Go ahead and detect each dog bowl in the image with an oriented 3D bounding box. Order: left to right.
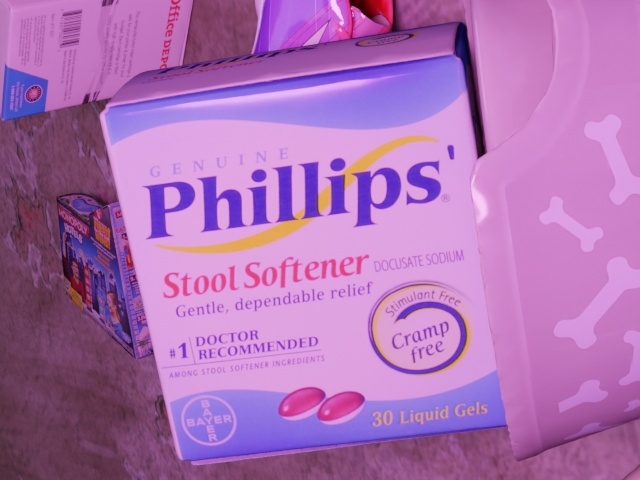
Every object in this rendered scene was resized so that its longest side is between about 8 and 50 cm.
[{"bbox_3d":[0.145,-0.047,0.804,0.349,0.102,0.348,-8,-90,-80],"label":"dog bowl"}]

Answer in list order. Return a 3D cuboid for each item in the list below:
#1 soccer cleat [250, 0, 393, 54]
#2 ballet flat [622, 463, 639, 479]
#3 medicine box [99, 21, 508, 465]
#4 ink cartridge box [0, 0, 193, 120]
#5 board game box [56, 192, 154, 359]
[{"bbox_3d":[0.001,-0.139,1.097,0.116,0.109,0.318,14,103,36],"label":"soccer cleat"},{"bbox_3d":[0.228,0.243,1.014,0.086,0.086,0.248,52,144,27],"label":"ballet flat"},{"bbox_3d":[0.000,0.000,1.026,0.149,0.263,0.289,-74,-25,-69],"label":"medicine box"},{"bbox_3d":[-0.244,-0.221,1.374,0.086,0.203,0.148,53,144,30],"label":"ink cartridge box"},{"bbox_3d":[-0.256,0.016,1.654,0.194,0.060,0.194,34,132,44],"label":"board game box"}]
